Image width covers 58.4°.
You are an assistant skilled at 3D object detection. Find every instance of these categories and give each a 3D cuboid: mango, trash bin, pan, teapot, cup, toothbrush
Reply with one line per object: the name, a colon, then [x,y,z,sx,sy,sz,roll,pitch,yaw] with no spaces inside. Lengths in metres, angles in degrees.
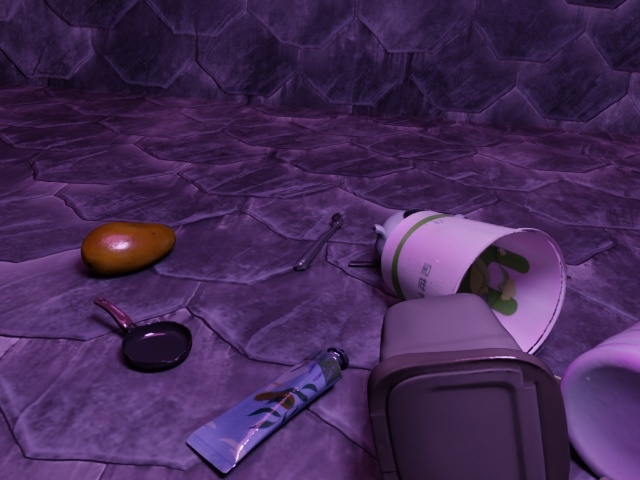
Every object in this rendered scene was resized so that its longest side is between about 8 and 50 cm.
mango: [-0.399,0.009,1.220,0.136,0.099,0.227,16,19,30]
trash bin: [0.177,0.195,0.761,0.219,0.220,0.250,-8,17,7]
pan: [-0.312,0.157,0.972,0.212,0.040,0.114,25,32,24]
teapot: [0.224,0.001,1.268,0.294,0.130,0.193,-11,35,-31]
cup: [0.255,0.069,1.038,0.253,0.253,0.274,-9,20,-25]
toothbrush: [0.000,0.000,1.369,0.030,0.031,0.297,-14,18,26]

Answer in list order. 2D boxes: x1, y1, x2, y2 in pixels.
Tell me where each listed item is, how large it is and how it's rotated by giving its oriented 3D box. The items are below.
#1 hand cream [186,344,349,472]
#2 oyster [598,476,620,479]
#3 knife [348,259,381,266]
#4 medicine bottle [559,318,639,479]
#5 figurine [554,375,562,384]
hand cream: [-0.060,0.235,0.837,0.091,0.058,0.271,22,35,39]
oyster: [0.429,0.341,0.579,0.350,0.115,0.238,-11,45,2]
knife: [0.145,0.052,1.301,0.170,0.010,0.023,1,31,-10]
medicine bottle: [0.515,0.202,0.803,0.325,0.212,0.212,-14,31,-32]
figurine: [0.353,0.237,0.888,0.187,0.083,0.083,13,24,-9]
